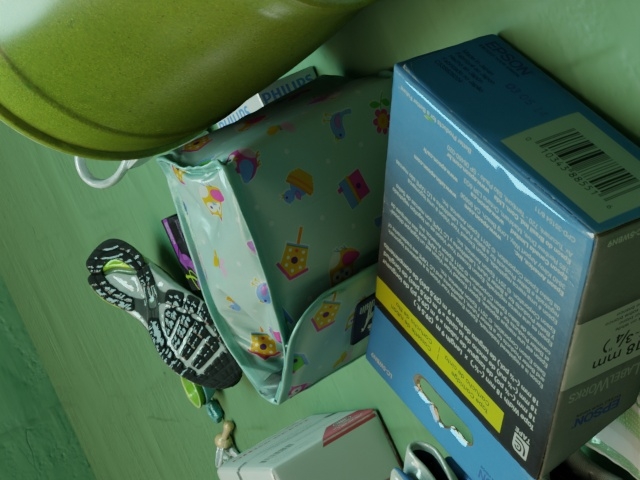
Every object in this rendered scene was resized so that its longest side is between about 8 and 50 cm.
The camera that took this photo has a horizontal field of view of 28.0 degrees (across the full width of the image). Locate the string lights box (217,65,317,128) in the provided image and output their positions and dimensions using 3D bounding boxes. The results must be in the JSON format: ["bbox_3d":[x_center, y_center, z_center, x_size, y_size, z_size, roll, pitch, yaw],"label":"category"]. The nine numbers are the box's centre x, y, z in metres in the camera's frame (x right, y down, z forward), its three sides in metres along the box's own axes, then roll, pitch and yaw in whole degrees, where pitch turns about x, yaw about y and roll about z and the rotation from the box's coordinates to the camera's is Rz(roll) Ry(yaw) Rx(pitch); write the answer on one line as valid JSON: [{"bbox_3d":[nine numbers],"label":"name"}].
[{"bbox_3d":[-0.009,-0.041,1.372,0.260,0.076,0.133,65,156,-3],"label":"string lights box"}]

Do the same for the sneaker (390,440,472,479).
[{"bbox_3d":[0.123,0.323,1.431,0.323,0.130,0.236,-171,68,-67],"label":"sneaker"}]

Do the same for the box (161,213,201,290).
[{"bbox_3d":[-0.168,0.012,1.806,0.162,0.029,0.116,-11,103,64],"label":"box"}]

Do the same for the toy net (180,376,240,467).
[{"bbox_3d":[-0.182,0.296,2.095,0.122,0.045,0.232,20,131,57],"label":"toy net"}]

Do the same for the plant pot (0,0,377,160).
[{"bbox_3d":[-0.100,-0.269,1.058,0.353,0.366,0.367,-7,108,52],"label":"plant pot"}]

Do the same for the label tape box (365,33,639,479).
[{"bbox_3d":[0.154,0.037,1.053,0.241,0.105,0.334,48,148,38],"label":"label tape box"}]

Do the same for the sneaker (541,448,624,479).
[{"bbox_3d":[0.263,0.283,1.101,0.292,0.110,0.118,45,150,35],"label":"sneaker"}]

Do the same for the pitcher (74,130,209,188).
[{"bbox_3d":[-0.263,-0.184,1.629,0.207,0.177,0.125,62,-173,-3],"label":"pitcher"}]

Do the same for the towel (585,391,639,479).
[{"bbox_3d":[0.239,0.123,1.096,0.113,0.023,0.152,28,137,52],"label":"towel"}]

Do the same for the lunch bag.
[{"bbox_3d":[0.000,0.000,1.211,0.160,0.223,0.262,6,120,54],"label":"lunch bag"}]

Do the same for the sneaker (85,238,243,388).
[{"bbox_3d":[-0.218,0.111,1.936,0.300,0.111,0.121,44,-176,20],"label":"sneaker"}]

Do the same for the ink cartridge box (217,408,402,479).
[{"bbox_3d":[-0.018,0.289,1.615,0.092,0.158,0.218,65,156,-3],"label":"ink cartridge box"}]
